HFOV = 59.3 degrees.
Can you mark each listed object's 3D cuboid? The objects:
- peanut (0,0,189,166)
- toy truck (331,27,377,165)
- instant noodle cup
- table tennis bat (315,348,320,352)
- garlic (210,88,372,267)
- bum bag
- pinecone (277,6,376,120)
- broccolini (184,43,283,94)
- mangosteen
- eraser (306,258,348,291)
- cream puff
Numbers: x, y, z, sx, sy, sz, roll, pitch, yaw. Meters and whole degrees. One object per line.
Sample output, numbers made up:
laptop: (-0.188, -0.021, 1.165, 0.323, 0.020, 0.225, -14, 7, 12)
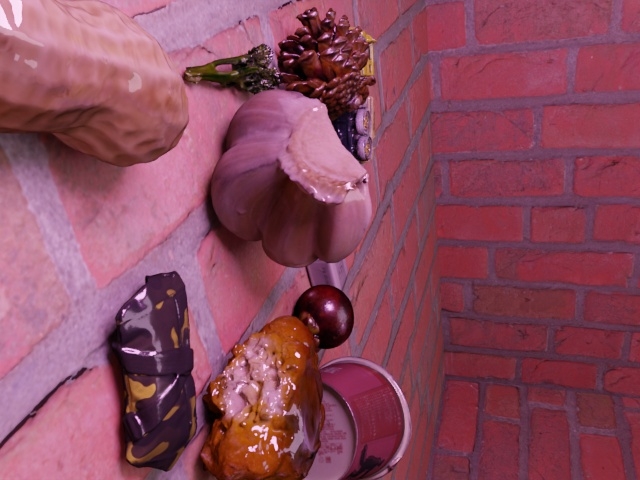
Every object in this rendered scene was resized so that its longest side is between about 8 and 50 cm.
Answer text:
peanut: (-0.213, -0.142, 0.439, 0.298, 0.120, 0.136, 8, 60, -69)
toy truck: (0.055, -0.284, 1.144, 0.157, 0.124, 0.272, -39, 128, -64)
instant noodle cup: (0.024, 0.328, 1.006, 0.178, 0.234, 0.235, 16, 76, -60)
table tennis bat: (-0.026, 0.235, 1.138, 0.154, 0.019, 0.098, -29, 118, -65)
garlic: (-0.035, -0.081, 0.793, 0.210, 0.237, 0.292, -67, -170, -25)
bum bag: (-0.183, 0.153, 0.630, 0.106, 0.060, 0.233, -19, 108, -60)
pinecone: (0.005, -0.299, 0.973, 0.179, 0.150, 0.195, -25, 115, -49)
broccolini: (-0.132, -0.237, 0.790, 0.201, 0.058, 0.074, -23, 99, -52)
mangosteen: (-0.004, 0.153, 1.062, 0.140, 0.140, 0.140, 2, 90, -70)
eraser: (0.000, 0.000, 1.127, 0.089, 0.061, 0.352, -67, 150, -46)
cream puff: (-0.071, 0.249, 0.811, 0.269, 0.154, 0.241, -32, 118, -65)
